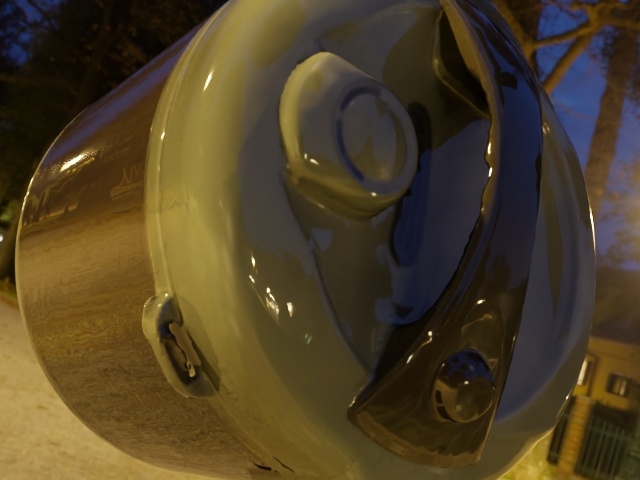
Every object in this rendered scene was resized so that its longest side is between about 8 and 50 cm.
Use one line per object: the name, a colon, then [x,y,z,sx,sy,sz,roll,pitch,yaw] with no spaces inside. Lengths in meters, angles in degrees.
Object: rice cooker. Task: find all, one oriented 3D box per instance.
rice cooker: [0.000,0.000,0.501,0.335,0.335,0.325,23,-24,-34]
